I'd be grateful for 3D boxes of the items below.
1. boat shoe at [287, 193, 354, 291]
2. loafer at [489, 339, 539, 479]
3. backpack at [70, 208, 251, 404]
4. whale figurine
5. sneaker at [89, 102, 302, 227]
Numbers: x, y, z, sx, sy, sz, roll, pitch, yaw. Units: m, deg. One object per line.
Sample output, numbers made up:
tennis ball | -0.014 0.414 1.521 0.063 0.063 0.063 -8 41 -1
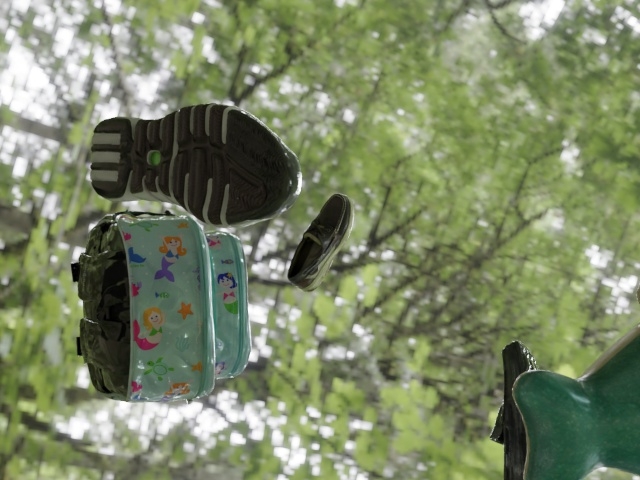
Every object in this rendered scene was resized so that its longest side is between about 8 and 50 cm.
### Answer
boat shoe | 0.000 0.000 1.893 0.056 0.049 0.152 19 -95 37
loafer | 0.247 0.233 1.645 0.078 0.076 0.223 -18 -121 24
backpack | -0.180 0.076 1.492 0.253 0.191 0.225 167 -79 -76
whale figurine | 0.288 0.131 1.031 0.141 0.272 0.216 -166 -112 -69
sneaker | -0.078 -0.071 1.230 0.281 0.162 0.106 13 -83 46
